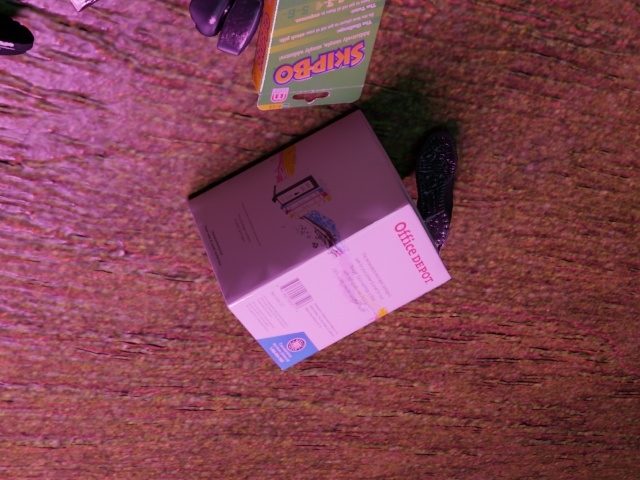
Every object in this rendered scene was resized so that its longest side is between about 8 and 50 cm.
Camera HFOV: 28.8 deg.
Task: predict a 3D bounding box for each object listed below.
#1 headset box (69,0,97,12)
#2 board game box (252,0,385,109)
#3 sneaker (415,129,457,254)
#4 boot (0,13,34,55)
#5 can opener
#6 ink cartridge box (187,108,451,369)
[{"bbox_3d":[-0.232,-0.256,1.116,0.032,0.062,0.083,-31,142,5],"label":"headset box"},{"bbox_3d":[0.005,-0.245,1.280,0.124,0.039,0.259,-7,135,-21],"label":"board game box"},{"bbox_3d":[0.141,-0.057,1.552,0.051,0.089,0.170,3,103,4],"label":"sneaker"},{"bbox_3d":[-0.341,-0.168,1.173,0.121,0.045,0.099,9,129,-26],"label":"boot"},{"bbox_3d":[-0.076,-0.271,1.194,0.073,0.059,0.186,18,119,-8],"label":"can opener"},{"bbox_3d":[0.000,0.000,1.448,0.233,0.168,0.171,-28,142,4],"label":"ink cartridge box"}]
